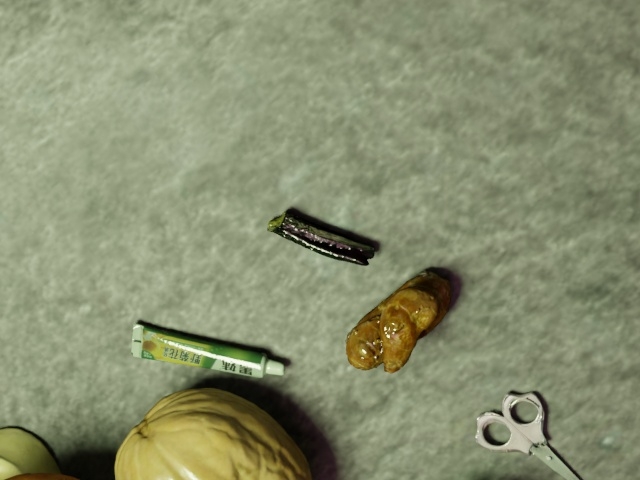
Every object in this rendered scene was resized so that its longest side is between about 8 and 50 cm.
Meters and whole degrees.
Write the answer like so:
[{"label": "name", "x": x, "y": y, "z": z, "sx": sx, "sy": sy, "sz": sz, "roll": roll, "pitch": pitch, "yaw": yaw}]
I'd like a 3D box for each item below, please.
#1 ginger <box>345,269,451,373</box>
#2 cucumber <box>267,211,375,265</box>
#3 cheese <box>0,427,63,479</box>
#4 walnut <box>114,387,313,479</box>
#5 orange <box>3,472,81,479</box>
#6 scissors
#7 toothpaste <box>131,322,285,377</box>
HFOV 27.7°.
[{"label": "ginger", "x": 0.091, "y": 0.110, "z": 1.569, "sx": 0.162, "sy": 0.103, "sz": 0.073, "roll": -41, "pitch": 90, "yaw": 23}, {"label": "cucumber", "x": 0.000, "y": 0.001, "z": 1.580, "sx": 0.135, "sy": 0.033, "sz": 0.034, "roll": 24, "pitch": 151, "yaw": 0}, {"label": "cheese", "x": -0.482, "y": 0.472, "z": 1.806, "sx": 0.384, "sy": 0.104, "sz": 0.383, "roll": 3, "pitch": 111, "yaw": 7}, {"label": "walnut", "x": -0.129, "y": 0.309, "z": 1.629, "sx": 0.261, "sy": 0.225, "sz": 0.225, "roll": 39, "pitch": 112, "yaw": -12}, {"label": "orange", "x": -0.343, "y": 0.403, "z": 1.592, "sx": 0.240, "sy": 0.240, "sz": 0.240, "roll": 3, "pitch": 112, "yaw": 8}, {"label": "scissors", "x": 0.283, "y": 0.270, "z": 1.648, "sx": 0.189, "sy": 0.015, "sz": 0.100, "roll": 43, "pitch": 109, "yaw": -9}, {"label": "toothpaste", "x": -0.145, "y": 0.146, "z": 1.663, "sx": 0.204, "sy": 0.031, "sz": 0.049, "roll": 11, "pitch": 112, "yaw": 8}]
